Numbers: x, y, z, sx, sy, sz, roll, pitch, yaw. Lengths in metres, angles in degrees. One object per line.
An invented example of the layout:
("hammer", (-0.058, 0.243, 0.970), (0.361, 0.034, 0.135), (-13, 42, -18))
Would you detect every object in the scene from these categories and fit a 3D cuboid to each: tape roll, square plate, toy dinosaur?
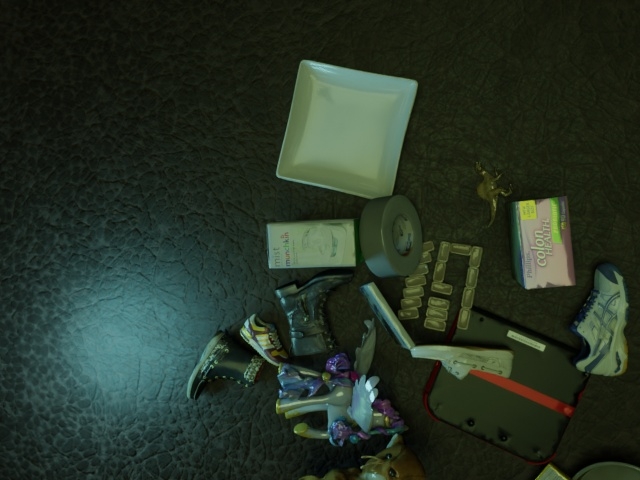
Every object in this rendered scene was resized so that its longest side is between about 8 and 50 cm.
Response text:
("tape roll", (0.193, -0.011, 1.544), (0.072, 0.219, 0.219), (-7, 92, 37))
("square plate", (0.073, -0.313, 1.644), (0.344, 0.049, 0.347), (14, 96, 11))
("toy dinosaur", (0.478, -0.134, 1.577), (0.093, 0.053, 0.183), (-16, 82, 28))

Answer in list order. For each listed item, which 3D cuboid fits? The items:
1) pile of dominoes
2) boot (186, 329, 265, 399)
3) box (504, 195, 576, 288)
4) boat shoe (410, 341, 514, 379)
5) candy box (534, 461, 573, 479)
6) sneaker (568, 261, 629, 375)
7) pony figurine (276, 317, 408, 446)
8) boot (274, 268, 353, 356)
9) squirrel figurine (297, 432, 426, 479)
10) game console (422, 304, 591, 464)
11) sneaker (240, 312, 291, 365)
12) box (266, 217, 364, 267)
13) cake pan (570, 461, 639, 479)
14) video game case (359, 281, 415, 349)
("pile of dominoes", (0.336, 0.126, 1.620), (0.196, 0.040, 0.251), (11, 84, 17))
("boot", (-0.288, 0.411, 1.741), (0.179, 0.085, 0.236), (28, 98, 7))
("box", (0.552, 0.000, 1.462), (0.117, 0.243, 0.213), (-6, 91, 12))
("boat shoe", (0.375, 0.325, 1.541), (0.277, 0.098, 0.096), (4, 88, 8))
("candy box", (0.610, 0.716, 1.571), (0.105, 0.027, 0.206), (38, 109, 22))
("sneaker", (0.718, 0.203, 1.494), (0.131, 0.112, 0.296), (0, 85, 10))
("pony figurine", (0.064, 0.427, 1.600), (0.364, 0.303, 0.351), (1, 125, 8))
("boot", (0.003, 0.215, 1.678), (0.263, 0.091, 0.229), (-18, 95, 16))
("squirrel figurine", (0.123, 0.695, 1.556), (0.370, 0.397, 0.281), (-39, 56, 1))
("game console", (0.511, 0.401, 1.595), (0.387, 0.060, 0.342), (23, 91, 9))
("sneaker", (-0.151, 0.297, 1.713), (0.185, 0.069, 0.084), (37, 105, 7))
("box", (0.000, 0.000, 1.568), (0.231, 0.262, 0.126), (-3, 93, 11))
("cake pan", (0.794, 0.720, 1.503), (0.293, 0.054, 0.293), (-1, 89, 33))
("video game case", (0.180, 0.206, 1.583), (0.023, 0.183, 0.201), (-33, 86, -7))
